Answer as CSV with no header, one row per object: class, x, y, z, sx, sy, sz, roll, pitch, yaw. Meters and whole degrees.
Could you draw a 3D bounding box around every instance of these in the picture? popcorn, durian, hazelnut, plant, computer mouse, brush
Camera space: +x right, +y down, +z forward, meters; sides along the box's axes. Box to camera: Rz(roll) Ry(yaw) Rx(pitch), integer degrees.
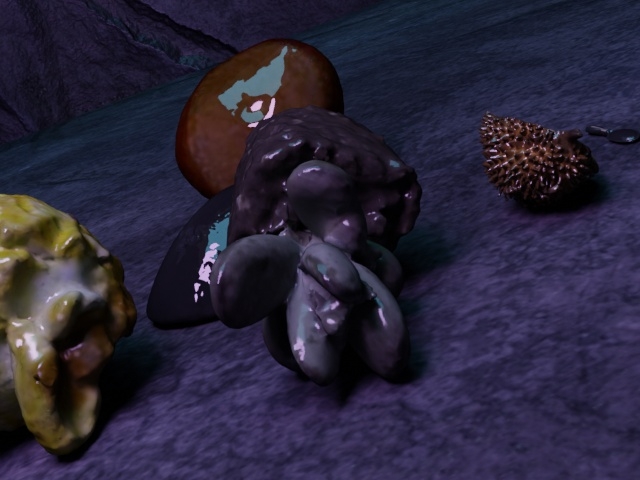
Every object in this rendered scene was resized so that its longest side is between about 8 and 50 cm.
popcorn,-0.224,0.069,0.715,0.212,0.198,0.198,30,47,33
durian,0.181,-0.061,0.783,0.110,0.071,0.140,17,0,-5
hazelnut,-0.055,-0.116,1.067,0.210,0.210,0.186,-26,42,-18
plant,0.002,0.000,0.689,0.146,0.149,0.274,6,25,-3
computer mouse,-0.051,-0.013,0.889,0.264,0.088,0.147,-27,21,-29
brush,0.279,-0.103,0.911,0.024,0.008,0.083,-26,19,-9

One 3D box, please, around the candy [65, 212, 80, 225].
candy,-0.362,0.000,1.242,0.103,0.043,0.103,-18,18,6
